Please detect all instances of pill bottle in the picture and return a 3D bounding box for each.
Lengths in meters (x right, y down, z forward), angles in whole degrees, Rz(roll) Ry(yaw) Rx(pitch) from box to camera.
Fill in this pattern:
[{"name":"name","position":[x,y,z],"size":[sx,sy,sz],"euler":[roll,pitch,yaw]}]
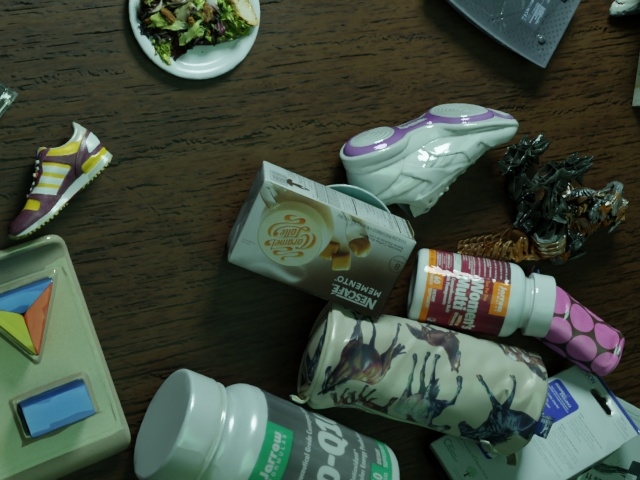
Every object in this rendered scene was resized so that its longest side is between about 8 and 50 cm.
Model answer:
[{"name":"pill bottle","position":[-0.080,0.335,1.664],"size":[0.361,0.204,0.204],"euler":[26,85,-24]},{"name":"pill bottle","position":[0.255,0.088,1.788],"size":[0.221,0.121,0.121],"euler":[9,92,0]}]

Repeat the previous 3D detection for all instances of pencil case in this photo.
[{"name":"pencil case","position":[0.156,0.221,1.751],"size":[0.410,0.160,0.184],"euler":[16,69,-16]},{"name":"pencil case","position":[0.415,0.138,1.896],"size":[0.209,0.095,0.098],"euler":[37,52,-8]}]

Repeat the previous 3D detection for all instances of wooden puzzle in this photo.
[{"name":"wooden puzzle","position":[-0.455,0.201,1.555],"size":[0.322,0.080,0.348],"euler":[-20,104,-20]}]

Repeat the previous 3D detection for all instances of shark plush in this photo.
[{"name":"shark plush","position":[0.572,-0.414,1.961],"size":[0.161,0.073,0.067],"euler":[-2,119,-42]}]

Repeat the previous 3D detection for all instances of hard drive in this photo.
[{"name":"hard drive","position":[0.300,-0.412,1.826],"size":[0.254,0.054,0.172],"euler":[31,83,-23]}]

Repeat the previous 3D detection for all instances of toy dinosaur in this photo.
[{"name":"toy dinosaur","position":[0.379,-0.041,1.860],"size":[0.322,0.164,0.219],"euler":[-34,126,-39]}]

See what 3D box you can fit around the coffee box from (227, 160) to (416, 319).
[{"name":"coffee box","position":[0.000,0.000,1.676],"size":[0.246,0.098,0.141],"euler":[23,107,-13]}]

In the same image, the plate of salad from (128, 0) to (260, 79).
[{"name":"plate of salad","position":[-0.179,-0.335,1.632],"size":[0.199,0.048,0.200],"euler":[-3,98,-23]}]

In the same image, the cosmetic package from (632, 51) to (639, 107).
[{"name":"cosmetic package","position":[0.586,-0.289,1.961],"size":[0.041,0.060,0.115],"euler":[6,92,-24]}]

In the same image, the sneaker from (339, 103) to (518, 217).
[{"name":"sneaker","position":[0.176,-0.127,1.790],"size":[0.305,0.114,0.152],"euler":[-17,115,-15]}]

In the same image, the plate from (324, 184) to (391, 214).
[{"name":"plate","position":[0.026,0.000,1.745],"size":[0.188,0.024,0.188],"euler":[-2,111,-5]}]

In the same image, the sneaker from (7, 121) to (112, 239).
[{"name":"sneaker","position":[-0.382,-0.082,1.568],"size":[0.084,0.069,0.185],"euler":[47,71,-12]}]

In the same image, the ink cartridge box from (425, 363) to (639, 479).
[{"name":"ink cartridge box","position":[0.358,0.343,1.886],"size":[0.332,0.065,0.165],"euler":[-24,65,-17]}]

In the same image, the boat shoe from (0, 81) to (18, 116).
[{"name":"boat shoe","position":[-0.484,-0.121,1.508],"size":[0.070,0.077,0.219],"euler":[32,81,-22]}]

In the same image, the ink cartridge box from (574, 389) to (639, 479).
[{"name":"ink cartridge box","position":[0.506,0.388,1.987],"size":[0.153,0.087,0.208],"euler":[28,86,-23]}]
